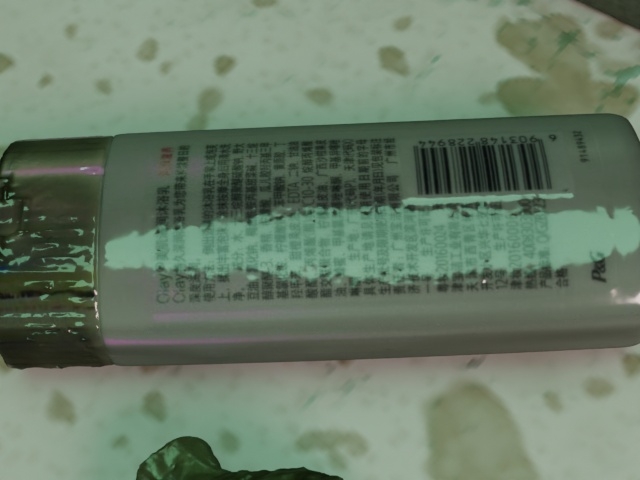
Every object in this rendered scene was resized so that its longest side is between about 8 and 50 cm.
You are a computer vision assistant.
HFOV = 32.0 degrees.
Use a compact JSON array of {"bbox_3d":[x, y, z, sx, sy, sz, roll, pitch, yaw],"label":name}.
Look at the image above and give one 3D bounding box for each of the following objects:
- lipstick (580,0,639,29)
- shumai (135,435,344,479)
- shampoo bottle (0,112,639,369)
[{"bbox_3d":[0.078,-0.174,0.473,0.371,0.080,0.076,30,69,17],"label":"lipstick"},{"bbox_3d":[-0.022,0.089,0.347,0.083,0.082,0.080,-25,61,-37],"label":"shumai"},{"bbox_3d":[0.000,0.000,0.398,0.227,0.056,0.086,-3,62,1],"label":"shampoo bottle"}]
